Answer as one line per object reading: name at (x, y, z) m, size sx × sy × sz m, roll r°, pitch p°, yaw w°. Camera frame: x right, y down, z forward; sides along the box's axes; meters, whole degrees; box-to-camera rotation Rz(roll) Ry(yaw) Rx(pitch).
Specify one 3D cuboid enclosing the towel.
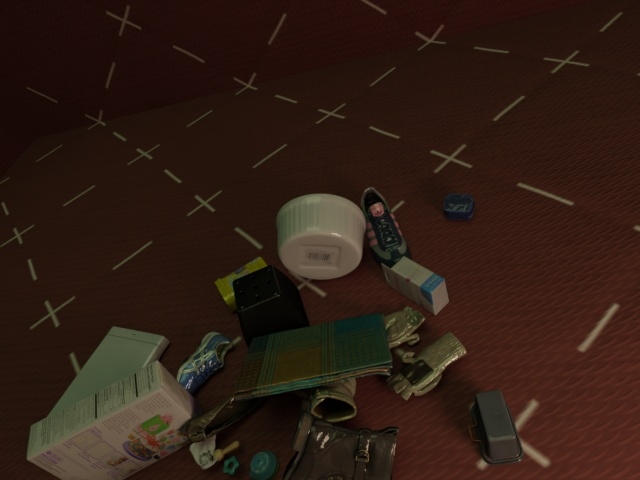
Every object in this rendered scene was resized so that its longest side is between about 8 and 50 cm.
towel at (-0.013, 0.279, 1.167) m, size 0.371 × 0.040 × 0.271 m, roll -13°, pitch 16°, yaw 7°

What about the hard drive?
hard drive at (-0.636, 0.427, 1.410) m, size 0.233 × 0.047 × 0.353 m, roll 4°, pitch 49°, yaw 26°

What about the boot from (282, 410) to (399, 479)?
boot at (0.040, 0.498, 0.999) m, size 0.229 × 0.091 × 0.262 m, roll 15°, pitch 94°, yaw 3°

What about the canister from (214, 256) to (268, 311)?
canister at (-0.237, 0.136, 1.517) m, size 0.170 × 0.073 × 0.126 m, roll -31°, pitch 42°, yaw -11°

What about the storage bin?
storage bin at (0.362, 0.386, 0.998) m, size 0.098 × 0.091 × 0.135 m, roll -13°, pitch 42°, yaw 11°

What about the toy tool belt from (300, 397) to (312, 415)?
toy tool belt at (-0.013, 0.421, 1.160) m, size 0.083 × 0.052 × 0.051 m, roll 14°, pitch 91°, yaw 37°

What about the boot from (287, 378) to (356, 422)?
boot at (-0.020, 0.358, 1.113) m, size 0.213 × 0.077 × 0.165 m, roll 6°, pitch 8°, yaw 2°

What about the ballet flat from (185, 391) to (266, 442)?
ballet flat at (-0.218, 0.420, 1.186) m, size 0.250 × 0.084 × 0.058 m, roll -28°, pitch 14°, yaw -25°

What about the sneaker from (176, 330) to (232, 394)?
sneaker at (-0.328, 0.349, 1.333) m, size 0.081 × 0.080 × 0.211 m, roll 5°, pitch 50°, yaw 31°

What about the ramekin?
ramekin at (0.000, 0.000, 1.416) m, size 0.277 × 0.277 × 0.135 m, roll -10°, pitch 51°, yaw 14°

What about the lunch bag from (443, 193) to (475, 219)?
lunch bag at (0.431, -0.102, 1.484) m, size 0.099 × 0.065 × 0.067 m, roll 7°, pitch 65°, yaw 27°

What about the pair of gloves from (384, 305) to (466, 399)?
pair of gloves at (0.223, 0.280, 1.201) m, size 0.204 × 0.042 × 0.240 m, roll -39°, pitch 39°, yaw -11°

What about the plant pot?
plant pot at (-0.157, 0.186, 1.364) m, size 0.188 × 0.167 × 0.188 m, roll -23°, pitch 43°, yaw 0°

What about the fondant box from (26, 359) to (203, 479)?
fondant box at (-0.485, 0.466, 1.164) m, size 0.331 × 0.238 × 0.096 m, roll -26°, pitch 41°, yaw -4°

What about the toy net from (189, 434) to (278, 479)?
toy net at (-0.218, 0.538, 1.125) m, size 0.232 × 0.045 × 0.122 m, roll 3°, pitch 50°, yaw 27°

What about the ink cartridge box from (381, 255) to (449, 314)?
ink cartridge box at (0.259, 0.115, 1.305) m, size 0.062 × 0.104 × 0.181 m, roll -40°, pitch 45°, yaw -19°

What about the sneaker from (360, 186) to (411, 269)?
sneaker at (0.188, -0.040, 1.473) m, size 0.112 × 0.131 × 0.319 m, roll -22°, pitch 42°, yaw 1°
